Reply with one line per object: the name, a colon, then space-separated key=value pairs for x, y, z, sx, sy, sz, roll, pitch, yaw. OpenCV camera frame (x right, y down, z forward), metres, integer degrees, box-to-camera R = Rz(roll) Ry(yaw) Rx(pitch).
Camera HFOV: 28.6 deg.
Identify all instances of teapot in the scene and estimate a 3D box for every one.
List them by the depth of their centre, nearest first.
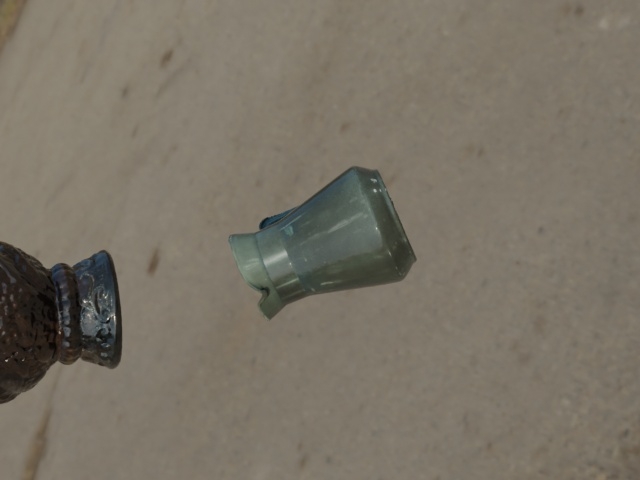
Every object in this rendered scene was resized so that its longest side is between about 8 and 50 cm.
teapot: x=0.000 y=0.000 z=1.724 sx=0.225 sy=0.171 sz=0.203 roll=-23 pitch=31 yaw=4

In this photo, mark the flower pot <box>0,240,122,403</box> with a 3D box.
flower pot: x=-0.455 y=0.119 z=1.962 sx=0.266 sy=0.267 sz=0.266 roll=174 pitch=90 yaw=-71
